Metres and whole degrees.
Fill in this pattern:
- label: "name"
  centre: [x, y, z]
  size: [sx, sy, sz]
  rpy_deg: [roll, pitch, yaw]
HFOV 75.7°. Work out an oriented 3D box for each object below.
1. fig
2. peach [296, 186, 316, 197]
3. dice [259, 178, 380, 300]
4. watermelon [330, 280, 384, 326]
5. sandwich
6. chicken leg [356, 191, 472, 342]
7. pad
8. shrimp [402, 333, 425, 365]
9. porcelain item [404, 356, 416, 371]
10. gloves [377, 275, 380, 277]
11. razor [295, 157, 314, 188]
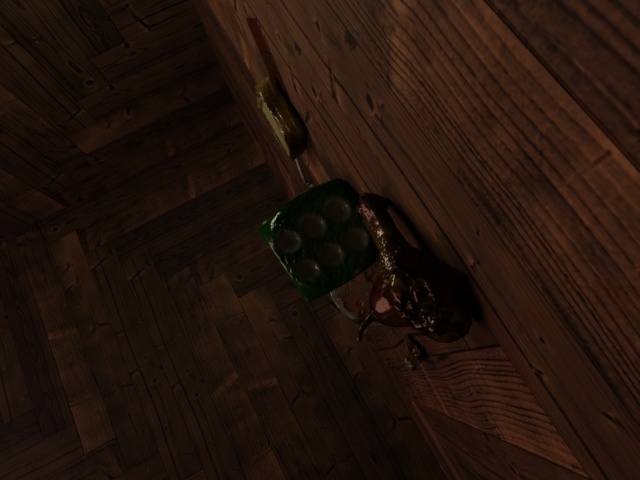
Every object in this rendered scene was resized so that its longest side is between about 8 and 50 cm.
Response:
- label: "fig"
  centre: [0.189, 0.153, 1.035]
  size: [0.149, 0.202, 0.148]
  rpy_deg: [23, -145, -34]
- label: "peach"
  centre: [-0.006, -0.084, 1.566]
  size: [0.251, 0.153, 0.250]
  rpy_deg: [-10, -90, -71]
- label: "dice"
  centre: [0.000, 0.000, 1.284]
  size: [0.287, 0.297, 0.300]
  rpy_deg: [60, 174, 1]
- label: "watermelon"
  centre: [0.183, 0.269, 1.718]
  size: [0.176, 0.256, 0.260]
  rpy_deg: [-47, 54, 37]
- label: "sandwich"
  centre: [-0.141, -0.437, 1.474]
  size: [0.251, 0.087, 0.226]
  rpy_deg: [58, 176, 9]
- label: "chicken leg"
  centre: [0.164, 0.045, 0.827]
  size: [0.361, 0.140, 0.211]
  rpy_deg: [56, -179, 17]
- label: "pad"
  centre: [-0.177, -0.609, 1.388]
  size: [0.267, 0.004, 0.181]
  rpy_deg: [65, 174, -34]
- label: "shrimp"
  centre: [0.331, 0.393, 1.481]
  size: [0.115, 0.051, 0.217]
  rpy_deg: [62, 177, 14]
- label: "porcelain item"
  centre: [0.383, 0.528, 1.768]
  size: [0.083, 0.028, 0.036]
  rpy_deg: [-128, 28, -66]
- label: "gloves"
  centre: [0.221, 0.155, 1.413]
  size: [0.064, 0.026, 0.086]
  rpy_deg: [61, 174, -17]
- label: "razor"
  centre: [-0.088, -0.323, 1.811]
  size: [0.211, 0.036, 0.084]
  rpy_deg: [63, 172, -22]
